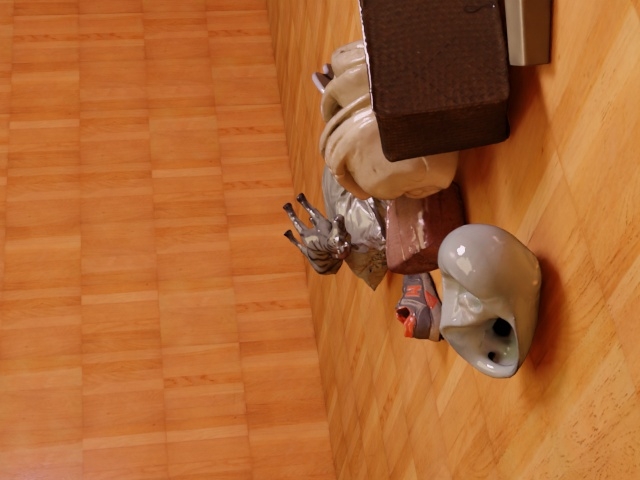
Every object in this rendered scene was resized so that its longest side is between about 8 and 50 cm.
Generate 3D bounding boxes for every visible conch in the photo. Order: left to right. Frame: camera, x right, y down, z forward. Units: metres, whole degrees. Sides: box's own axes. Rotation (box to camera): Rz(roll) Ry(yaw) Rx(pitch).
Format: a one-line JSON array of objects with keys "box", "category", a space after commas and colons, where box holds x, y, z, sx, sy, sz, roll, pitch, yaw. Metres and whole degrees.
[{"box": [0.223, 0.079, 1.306, 0.221, 0.121, 0.185, 86, 171, -47], "category": "conch"}]

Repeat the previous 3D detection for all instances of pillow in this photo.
[{"box": [0.088, -0.057, 2.076, 0.310, 0.138, 0.283, 104, 150, -74], "category": "pillow"}]

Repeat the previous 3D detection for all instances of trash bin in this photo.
[{"box": [0.254, -0.261, 1.231, 0.061, 0.043, 0.092, -131, 38, -75], "category": "trash bin"}]

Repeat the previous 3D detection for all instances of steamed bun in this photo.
[{"box": [0.095, -0.191, 1.561, 0.276, 0.203, 0.289, 131, 154, -52], "category": "steamed bun"}, {"box": [0.176, -0.024, 1.650, 0.175, 0.106, 0.145, 142, 130, -63], "category": "steamed bun"}]

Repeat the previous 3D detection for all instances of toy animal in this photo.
[{"box": [-0.010, -0.015, 2.011, 0.170, 0.090, 0.255, 56, 172, 7], "category": "toy animal"}]

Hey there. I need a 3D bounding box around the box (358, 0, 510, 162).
[{"box": [0.153, -0.264, 1.360, 0.143, 0.184, 0.273, 63, -161, -67], "category": "box"}]

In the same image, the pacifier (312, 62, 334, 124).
[{"box": [0.109, -0.282, 1.869, 0.207, 0.227, 0.279, -55, 2, 20], "category": "pacifier"}]

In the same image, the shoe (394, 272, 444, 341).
[{"box": [0.167, 0.112, 1.806, 0.194, 0.077, 0.074, -108, 17, -57], "category": "shoe"}]
